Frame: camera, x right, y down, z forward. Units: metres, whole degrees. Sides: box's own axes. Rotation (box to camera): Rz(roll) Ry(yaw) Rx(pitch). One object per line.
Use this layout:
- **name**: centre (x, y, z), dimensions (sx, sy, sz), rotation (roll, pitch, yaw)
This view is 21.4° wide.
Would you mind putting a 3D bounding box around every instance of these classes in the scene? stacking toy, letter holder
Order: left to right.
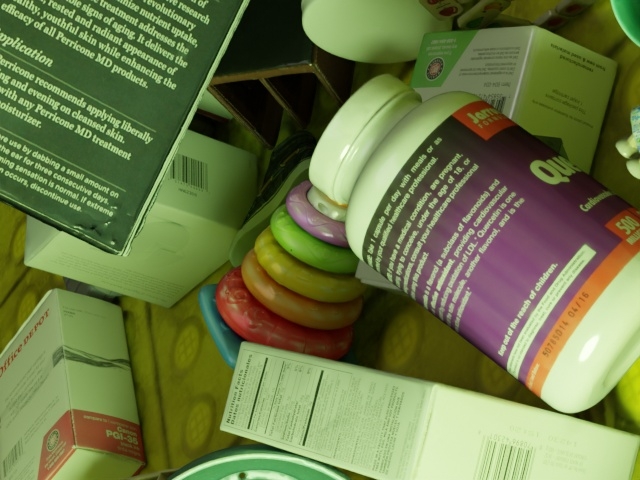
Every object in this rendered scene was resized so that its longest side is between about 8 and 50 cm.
- **letter holder**: centre (-0.024, -0.288, 2.105), dimensions (0.152, 0.214, 0.302), rotation (-5, 64, 23)
- **stacking toy**: centre (0.000, 0.000, 1.822), dimensions (0.302, 0.175, 0.166), rotation (-66, 30, 27)

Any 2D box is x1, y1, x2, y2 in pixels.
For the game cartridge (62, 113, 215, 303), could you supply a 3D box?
- **game cartridge**: centre (-0.275, -0.079, 2.453), dimensions (0.355, 0.068, 0.230), rotation (-57, 38, 22)

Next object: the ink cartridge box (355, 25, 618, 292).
- **ink cartridge box**: centre (0.163, -0.066, 1.698), dimensions (0.198, 0.114, 0.273), rotation (8, 81, 59)

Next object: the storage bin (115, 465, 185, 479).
- **storage bin**: centre (-0.196, 0.416, 2.003), dimensions (0.262, 0.123, 0.260), rotation (-20, 57, 53)

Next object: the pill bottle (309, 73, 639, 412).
- **pill bottle**: centre (0.150, -0.008, 1.487), dimensions (0.323, 0.181, 0.181), rotation (38, 111, 18)

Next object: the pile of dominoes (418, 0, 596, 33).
- **pile of dominoes**: centre (0.226, -0.253, 1.629), dimensions (0.251, 0.196, 0.040), rotation (-36, 58, 44)

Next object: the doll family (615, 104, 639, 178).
- **doll family**: centre (0.336, -0.077, 1.382), dimensions (0.163, 0.118, 0.263), rotation (-51, 51, 39)

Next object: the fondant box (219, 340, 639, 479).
- **fondant box**: centre (0.093, 0.177, 1.561), dimensions (0.330, 0.238, 0.096), rotation (8, 82, 59)

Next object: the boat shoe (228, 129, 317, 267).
- **boat shoe**: centre (-0.053, -0.048, 2.086), dimensions (0.183, 0.065, 0.083), rotation (-49, 35, 23)

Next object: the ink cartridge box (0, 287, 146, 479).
- **ink cartridge box**: centre (-0.353, 0.239, 2.345), dimensions (0.207, 0.117, 0.283), rotation (-49, 38, 33)

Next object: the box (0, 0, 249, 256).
- **box**: centre (-0.333, -0.285, 2.019), dimensions (0.480, 0.297, 0.472), rotation (19, 81, 58)

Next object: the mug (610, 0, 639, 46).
- **mug**: centre (0.337, -0.245, 1.500), dimensions (0.129, 0.097, 0.158), rotation (30, 124, 23)

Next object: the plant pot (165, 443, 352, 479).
- **plant pot**: centre (-0.064, 0.335, 1.723), dimensions (0.196, 0.293, 0.293), rotation (-109, 41, -82)

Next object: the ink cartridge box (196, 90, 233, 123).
- **ink cartridge box**: centre (-0.214, -0.301, 2.336), dimensions (0.114, 0.197, 0.273), rotation (-57, 34, 23)

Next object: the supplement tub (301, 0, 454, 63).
- **supplement tub**: centre (0.071, -0.360, 1.924), dimensions (0.191, 0.191, 0.272), rotation (-26, 53, 50)

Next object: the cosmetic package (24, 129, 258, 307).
- **cosmetic package**: centre (-0.232, -0.041, 2.200), dimensions (0.224, 0.224, 0.138), rotation (-38, 44, 42)
